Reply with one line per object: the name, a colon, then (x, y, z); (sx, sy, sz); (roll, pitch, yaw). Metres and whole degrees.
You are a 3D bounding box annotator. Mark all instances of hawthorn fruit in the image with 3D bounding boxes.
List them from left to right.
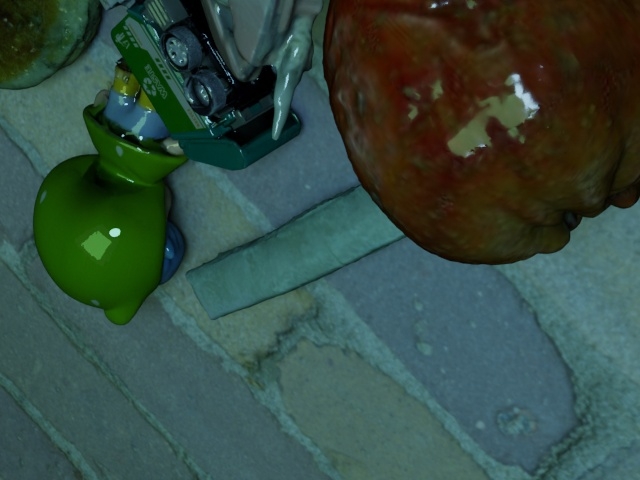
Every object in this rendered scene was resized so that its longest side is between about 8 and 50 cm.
hawthorn fruit: (0.123, -0.115, 0.740); (0.258, 0.258, 0.262); (-7, 105, 38)

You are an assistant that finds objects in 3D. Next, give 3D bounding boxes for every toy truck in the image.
toy truck: (-0.114, -0.184, 0.970); (0.124, 0.114, 0.253); (-26, 98, 52)

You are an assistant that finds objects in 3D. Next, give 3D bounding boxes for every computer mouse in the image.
computer mouse: (-0.055, -0.258, 0.768); (0.199, 0.114, 0.389); (149, 124, -72)

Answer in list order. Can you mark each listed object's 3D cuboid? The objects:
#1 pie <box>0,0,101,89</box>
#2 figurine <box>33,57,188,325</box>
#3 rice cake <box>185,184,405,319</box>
pie: (-0.329, -0.293, 1.087); (0.302, 0.067, 0.303); (18, 124, 28)
figurine: (-0.201, -0.049, 1.094); (0.162, 0.143, 0.263); (30, 117, 23)
rice cake: (0.000, 0.000, 1.020); (0.336, 0.063, 0.066); (-24, 96, 42)
